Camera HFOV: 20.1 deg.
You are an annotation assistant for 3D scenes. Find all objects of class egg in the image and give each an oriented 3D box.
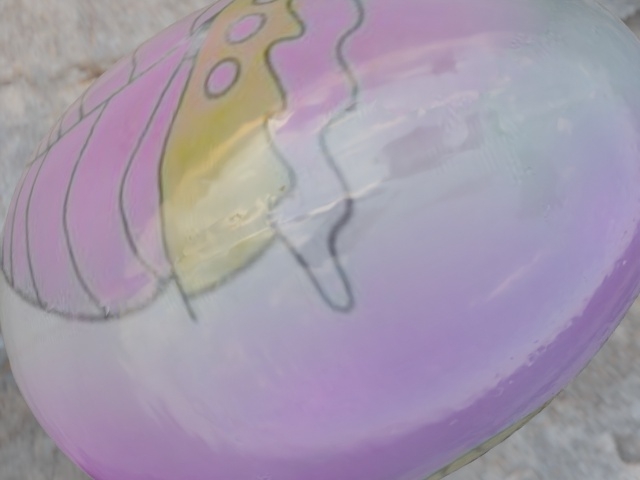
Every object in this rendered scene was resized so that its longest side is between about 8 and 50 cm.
[{"bbox_3d":[0.000,0.000,0.643,0.196,0.271,0.196,14,63,-29],"label":"egg"}]
